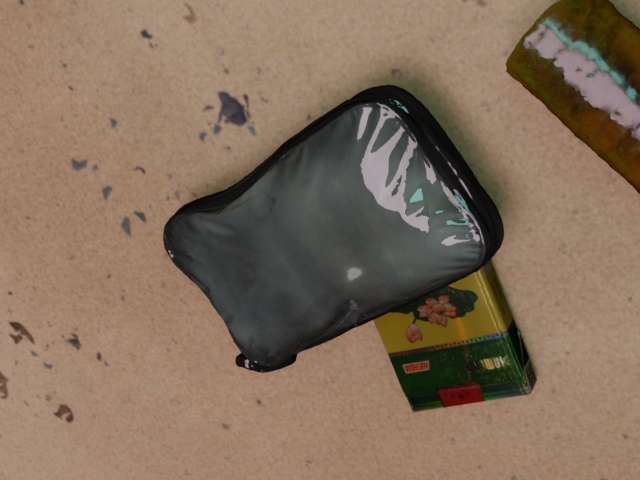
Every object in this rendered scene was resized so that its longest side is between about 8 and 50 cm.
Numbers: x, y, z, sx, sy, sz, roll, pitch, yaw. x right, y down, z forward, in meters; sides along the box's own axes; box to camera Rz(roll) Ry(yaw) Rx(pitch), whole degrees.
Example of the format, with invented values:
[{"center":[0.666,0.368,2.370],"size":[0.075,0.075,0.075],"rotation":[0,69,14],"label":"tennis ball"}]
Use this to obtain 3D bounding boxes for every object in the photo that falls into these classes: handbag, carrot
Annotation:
[{"center":[-0.002,0.001,1.233],"size":[0.332,0.075,0.191],"rotation":[-30,102,34],"label":"handbag"},{"center":[0.289,-0.078,1.076],"size":[0.302,0.114,0.114],"rotation":[42,125,3],"label":"carrot"}]

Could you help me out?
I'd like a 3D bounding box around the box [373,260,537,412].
[{"center":[0.106,0.051,1.267],"size":[0.132,0.034,0.235],"rotation":[-14,108,30],"label":"box"}]
